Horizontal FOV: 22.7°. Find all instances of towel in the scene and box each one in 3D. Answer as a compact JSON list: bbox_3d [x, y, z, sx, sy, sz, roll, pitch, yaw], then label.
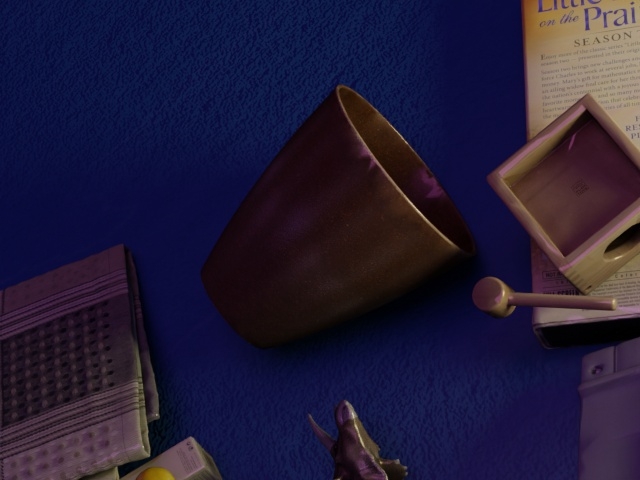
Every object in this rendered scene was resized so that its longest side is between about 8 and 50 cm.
[{"bbox_3d":[-0.322,0.170,1.662,0.324,0.056,0.312,-22,42,9],"label":"towel"}]

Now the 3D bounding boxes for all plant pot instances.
[{"bbox_3d":[0.000,0.000,1.591,0.230,0.215,0.215,-39,57,13],"label":"plant pot"}]

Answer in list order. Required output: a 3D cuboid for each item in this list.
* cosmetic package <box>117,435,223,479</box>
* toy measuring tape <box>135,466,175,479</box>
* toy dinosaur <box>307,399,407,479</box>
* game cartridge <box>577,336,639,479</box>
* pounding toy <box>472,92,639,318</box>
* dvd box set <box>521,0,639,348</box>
[{"bbox_3d":[-0.160,0.249,1.584,0.115,0.060,0.041,-30,56,1],"label":"cosmetic package"},{"bbox_3d":[-0.170,0.380,1.502,0.121,0.121,0.330,7,81,23],"label":"toy measuring tape"},{"bbox_3d":[0.027,0.310,1.459,0.121,0.160,0.313,21,81,-18],"label":"toy dinosaur"},{"bbox_3d":[0.324,0.175,1.326,0.230,0.068,0.355,-26,23,23],"label":"game cartridge"},{"bbox_3d":[0.236,0.004,1.491,0.206,0.094,0.181,-40,62,8],"label":"pounding toy"},{"bbox_3d":[0.358,-0.107,1.588,0.308,0.062,0.420,-8,61,16],"label":"dvd box set"}]
